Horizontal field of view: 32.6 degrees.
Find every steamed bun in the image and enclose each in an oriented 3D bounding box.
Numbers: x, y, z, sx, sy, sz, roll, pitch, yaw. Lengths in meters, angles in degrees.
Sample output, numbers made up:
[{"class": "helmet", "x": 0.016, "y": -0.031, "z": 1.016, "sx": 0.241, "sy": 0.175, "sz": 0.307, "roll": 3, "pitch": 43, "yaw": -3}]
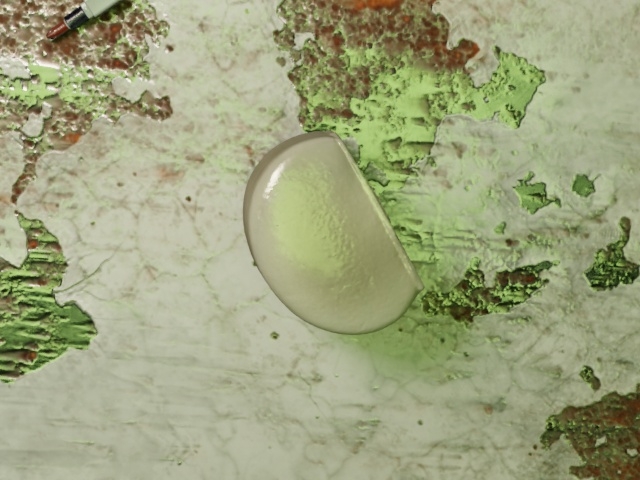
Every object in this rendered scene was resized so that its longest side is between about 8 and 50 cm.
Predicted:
[{"class": "steamed bun", "x": 0.000, "y": 0.000, "z": 1.306, "sx": 0.164, "sy": 0.146, "sz": 0.241, "roll": -29, "pitch": 101, "yaw": -3}]

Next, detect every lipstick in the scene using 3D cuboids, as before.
[{"class": "lipstick", "x": -0.281, "y": -0.269, "z": 1.297, "sx": 0.107, "sy": 0.025, "sz": 0.025, "roll": -31, "pitch": 100, "yaw": 8}]
